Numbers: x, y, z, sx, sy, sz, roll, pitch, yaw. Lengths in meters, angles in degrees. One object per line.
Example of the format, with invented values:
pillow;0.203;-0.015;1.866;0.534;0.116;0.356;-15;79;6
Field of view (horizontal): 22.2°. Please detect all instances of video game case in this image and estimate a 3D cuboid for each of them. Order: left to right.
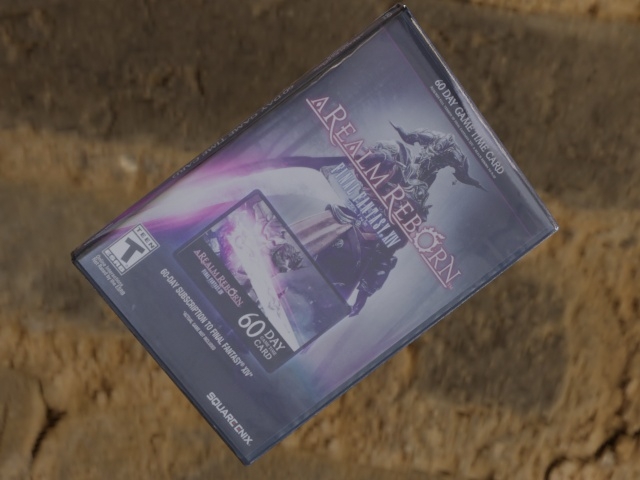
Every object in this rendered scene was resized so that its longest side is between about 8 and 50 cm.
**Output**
video game case;0.000;0.000;1.101;0.274;0.196;0.026;-37;-159;1
